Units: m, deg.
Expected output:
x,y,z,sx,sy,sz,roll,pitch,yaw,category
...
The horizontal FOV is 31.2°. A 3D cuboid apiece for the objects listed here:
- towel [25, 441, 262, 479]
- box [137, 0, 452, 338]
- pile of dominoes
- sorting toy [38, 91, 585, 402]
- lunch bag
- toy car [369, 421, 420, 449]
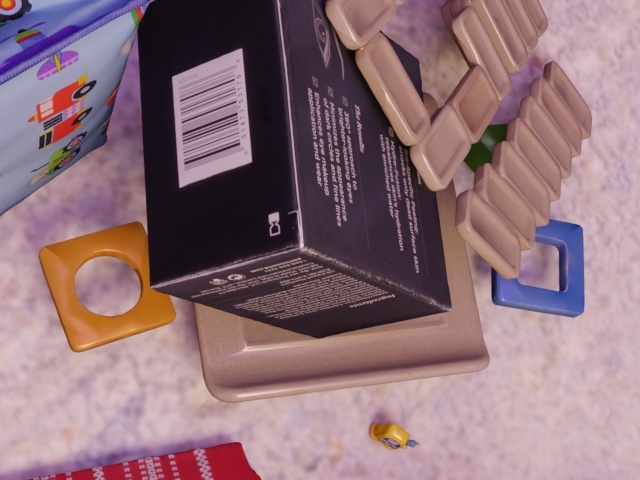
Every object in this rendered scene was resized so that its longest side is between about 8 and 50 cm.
x,y,z,sx,sy,sz,roll,pitch,yaw,category
-0.137,0.192,0.573,0.275,0.199,0.031,-7,121,-18,towel
-0.012,-0.041,0.608,0.158,0.093,0.156,23,56,-54,box
0.087,-0.098,0.699,0.196,0.040,0.251,59,36,-17,pile of dominoes
0.000,0.000,0.716,0.347,0.047,0.196,-4,72,-20,sorting toy
-0.241,-0.035,0.559,0.138,0.221,0.293,44,70,-3,lunch bag
0.064,0.170,0.697,0.122,0.040,0.060,47,70,-2,toy car
